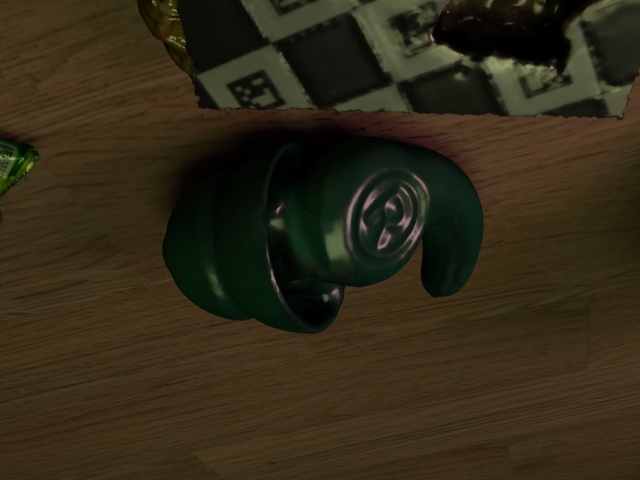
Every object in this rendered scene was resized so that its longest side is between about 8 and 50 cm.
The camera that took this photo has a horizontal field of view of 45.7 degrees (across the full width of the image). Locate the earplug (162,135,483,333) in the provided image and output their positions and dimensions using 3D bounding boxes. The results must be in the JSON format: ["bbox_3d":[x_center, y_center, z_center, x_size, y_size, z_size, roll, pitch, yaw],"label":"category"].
[{"bbox_3d":[0.001,-0.007,0.687,0.280,0.163,0.257,-5,-176,16],"label":"earplug"}]

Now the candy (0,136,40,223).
[{"bbox_3d":[-0.326,-0.070,0.599,0.178,0.032,0.102,18,134,-31],"label":"candy"}]

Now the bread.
[{"bbox_3d":[-0.082,-0.144,0.509,0.060,0.066,0.110,-7,150,21],"label":"bread"}]

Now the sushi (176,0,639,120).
[{"bbox_3d":[0.050,-0.199,0.408,0.292,0.059,0.294,3,138,4],"label":"sushi"}]
